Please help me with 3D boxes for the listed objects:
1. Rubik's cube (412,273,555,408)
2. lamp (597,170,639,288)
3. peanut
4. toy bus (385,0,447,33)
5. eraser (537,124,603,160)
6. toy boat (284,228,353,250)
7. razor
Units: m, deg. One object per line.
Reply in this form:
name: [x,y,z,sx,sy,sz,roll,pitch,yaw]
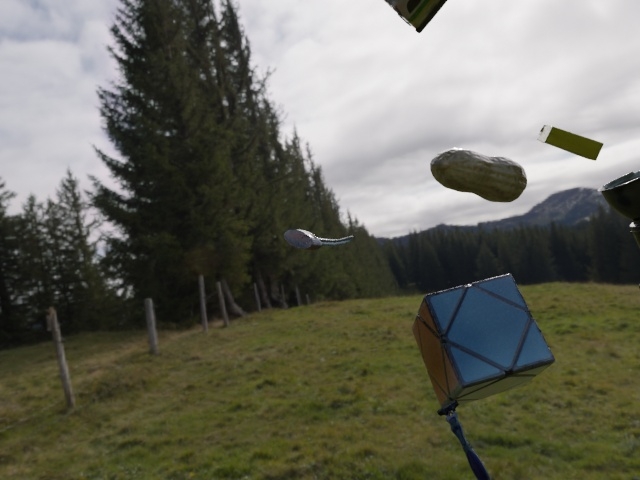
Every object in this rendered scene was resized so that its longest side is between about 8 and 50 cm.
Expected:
Rubik's cube: [0.336,0.221,1.091,0.204,0.205,0.207,-13,-31,-7]
lamp: [0.689,-0.034,1.014,0.172,0.228,0.147,-27,-2,38]
peanut: [0.391,-0.165,1.265,0.256,0.124,0.123,11,-9,-11]
toy bus: [0.203,-0.752,1.425,0.143,0.306,0.179,-47,-27,25]
eraser: [0.585,-0.232,1.191,0.122,0.045,0.097,20,18,4]
toy boat: [0.000,0.000,0.936,0.122,0.034,0.096,3,11,-44]
razor: [0.256,0.359,0.898,0.044,0.155,0.028,-34,-46,11]
